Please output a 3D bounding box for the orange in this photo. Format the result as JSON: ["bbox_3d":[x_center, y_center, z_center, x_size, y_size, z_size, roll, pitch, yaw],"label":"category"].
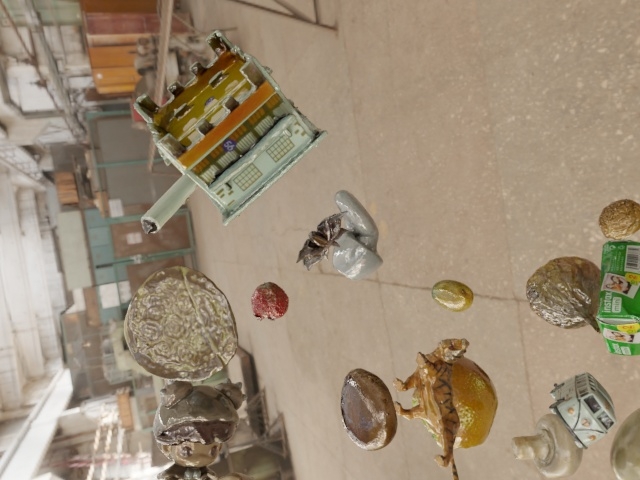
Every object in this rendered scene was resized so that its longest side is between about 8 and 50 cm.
[{"bbox_3d":[0.303,0.343,1.165,0.159,0.179,0.237,-64,-12,13],"label":"orange"}]

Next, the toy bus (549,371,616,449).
[{"bbox_3d":[0.466,0.293,0.925,0.089,0.194,0.087,-40,73,19],"label":"toy bus"}]

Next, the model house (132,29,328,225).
[{"bbox_3d":[-0.136,-0.174,0.823,0.215,0.224,0.198,47,-179,-44],"label":"model house"}]

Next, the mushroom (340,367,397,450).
[{"bbox_3d":[0.067,0.257,0.800,0.123,0.052,0.123,12,105,53],"label":"mushroom"}]

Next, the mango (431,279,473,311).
[{"bbox_3d":[0.455,0.194,1.831,0.130,0.092,0.195,39,165,-1],"label":"mango"}]

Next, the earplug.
[{"bbox_3d":[0.117,-0.022,1.835,0.214,0.175,0.326,42,-141,-72],"label":"earplug"}]

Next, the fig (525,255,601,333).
[{"bbox_3d":[0.905,0.227,1.878,0.369,0.286,0.286,-72,-17,-65],"label":"fig"}]

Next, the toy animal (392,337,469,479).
[{"bbox_3d":[0.206,0.302,0.908,0.114,0.116,0.255,-33,59,57],"label":"toy animal"}]

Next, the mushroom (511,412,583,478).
[{"bbox_3d":[0.738,0.665,1.705,0.209,0.206,0.206,6,110,28],"label":"mushroom"}]

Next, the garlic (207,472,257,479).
[{"bbox_3d":[-0.171,0.530,1.124,0.152,0.066,0.084,-10,116,54],"label":"garlic"}]

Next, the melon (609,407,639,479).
[{"bbox_3d":[1.044,0.661,1.638,0.223,0.317,0.223,33,158,15],"label":"melon"}]

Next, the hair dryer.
[{"bbox_3d":[-0.254,-0.097,0.930,0.073,0.131,0.236,-37,18,46],"label":"hair dryer"}]

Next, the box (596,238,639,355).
[{"bbox_3d":[0.751,0.139,1.283,0.103,0.250,0.180,-3,139,40],"label":"box"}]

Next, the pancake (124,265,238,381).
[{"bbox_3d":[-0.296,0.181,1.101,0.031,0.250,0.250,-47,-51,-82],"label":"pancake"}]

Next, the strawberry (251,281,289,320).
[{"bbox_3d":[-0.128,0.153,1.343,0.106,0.106,0.106,170,90,-71],"label":"strawberry"}]

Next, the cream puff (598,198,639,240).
[{"bbox_3d":[0.869,-0.064,1.511,0.103,0.144,0.126,50,126,9],"label":"cream puff"}]

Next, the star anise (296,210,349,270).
[{"bbox_3d":[0.000,0.000,1.505,0.061,0.180,0.205,40,126,23],"label":"star anise"}]

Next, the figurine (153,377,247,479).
[{"bbox_3d":[-0.341,0.550,1.394,0.203,0.248,0.381,0,78,60],"label":"figurine"}]
